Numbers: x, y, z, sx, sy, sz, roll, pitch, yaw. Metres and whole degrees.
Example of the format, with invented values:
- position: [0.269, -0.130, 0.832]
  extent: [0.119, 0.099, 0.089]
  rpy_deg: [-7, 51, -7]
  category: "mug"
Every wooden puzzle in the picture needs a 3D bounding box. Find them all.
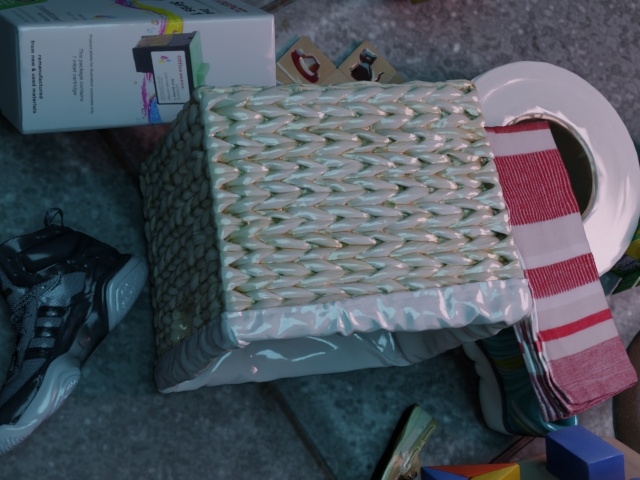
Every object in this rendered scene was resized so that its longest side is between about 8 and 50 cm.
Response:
- position: [0.264, 0.283, 1.578]
  extent: [0.348, 0.322, 0.080]
  rpy_deg: [-7, 106, -21]
  category: "wooden puzzle"

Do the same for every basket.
- position: [0.000, 0.000, 1.577]
  extent: [0.331, 0.328, 0.266]
  rpy_deg: [-3, 78, -19]
  category: "basket"

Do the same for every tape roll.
- position: [0.248, -0.072, 1.821]
  extent: [0.286, 0.100, 0.286]
  rpy_deg: [5, 77, -23]
  category: "tape roll"

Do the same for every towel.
- position: [0.260, 0.025, 1.668]
  extent: [0.237, 0.037, 0.329]
  rpy_deg: [-10, 82, -59]
  category: "towel"

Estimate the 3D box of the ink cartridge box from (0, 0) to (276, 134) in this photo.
- position: [-0.209, -0.198, 1.612]
  extent: [0.278, 0.201, 0.117]
  rpy_deg: [-6, 109, -23]
  category: "ink cartridge box"

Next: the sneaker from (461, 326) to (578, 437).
- position: [0.235, 0.120, 1.704]
  extent: [0.107, 0.110, 0.275]
  rpy_deg: [-50, 135, -33]
  category: "sneaker"

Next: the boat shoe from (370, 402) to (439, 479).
- position: [0.096, 0.252, 1.715]
  extent: [0.045, 0.050, 0.135]
  rpy_deg: [32, 67, -6]
  category: "boat shoe"

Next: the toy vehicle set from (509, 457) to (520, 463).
- position: [0.288, 0.367, 1.672]
  extent: [0.267, 0.035, 0.166]
  rpy_deg: [29, 45, 22]
  category: "toy vehicle set"

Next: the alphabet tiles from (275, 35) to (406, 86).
- position: [0.009, -0.073, 1.785]
  extent: [0.285, 0.011, 0.342]
  rpy_deg: [45, 66, -6]
  category: "alphabet tiles"

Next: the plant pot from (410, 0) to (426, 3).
- position: [0.154, -0.425, 1.815]
  extent: [0.254, 0.254, 0.239]
  rpy_deg: [-21, 100, -25]
  category: "plant pot"

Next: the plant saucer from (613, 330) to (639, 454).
- position: [0.516, 0.225, 1.891]
  extent: [0.311, 0.050, 0.310]
  rpy_deg: [6, 74, -20]
  category: "plant saucer"

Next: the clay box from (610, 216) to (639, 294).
- position: [0.425, -0.042, 1.876]
  extent: [0.053, 0.127, 0.222]
  rpy_deg: [35, 66, -9]
  category: "clay box"

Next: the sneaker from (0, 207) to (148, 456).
- position: [-0.309, 0.090, 1.573]
  extent: [0.153, 0.101, 0.268]
  rpy_deg: [38, 61, -8]
  category: "sneaker"
